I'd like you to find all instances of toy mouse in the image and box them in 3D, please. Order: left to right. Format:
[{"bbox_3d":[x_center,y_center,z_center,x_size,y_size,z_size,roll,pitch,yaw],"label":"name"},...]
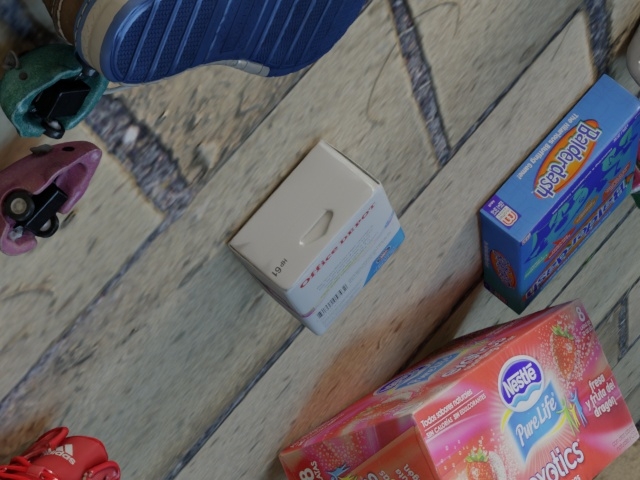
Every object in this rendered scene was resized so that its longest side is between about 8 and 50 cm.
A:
[{"bbox_3d":[-0.126,-0.041,0.804,0.143,0.031,0.161,-42,161,-22],"label":"toy mouse"}]

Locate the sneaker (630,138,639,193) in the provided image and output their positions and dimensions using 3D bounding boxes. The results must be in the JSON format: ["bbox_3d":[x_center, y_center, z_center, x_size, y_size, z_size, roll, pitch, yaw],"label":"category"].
[{"bbox_3d":[0.332,-0.106,1.753,0.170,0.063,0.075,-47,163,6],"label":"sneaker"}]

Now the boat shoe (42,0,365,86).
[{"bbox_3d":[-0.046,-0.112,0.795,0.183,0.066,0.066,-12,137,-55],"label":"boat shoe"}]

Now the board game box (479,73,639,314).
[{"bbox_3d":[0.206,-0.034,1.610,0.160,0.047,0.210,-47,164,-9],"label":"board game box"}]

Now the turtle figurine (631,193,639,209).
[{"bbox_3d":[0.402,-0.065,1.920,0.234,0.118,0.175,16,99,-55],"label":"turtle figurine"}]

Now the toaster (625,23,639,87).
[{"bbox_3d":[0.353,-0.140,1.526,0.146,0.227,0.129,-1,130,-45],"label":"toaster"}]

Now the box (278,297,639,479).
[{"bbox_3d":[0.124,0.174,1.595,0.154,0.142,0.300,-22,-177,39],"label":"box"}]

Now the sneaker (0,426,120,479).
[{"bbox_3d":[-0.169,0.134,1.010,0.128,0.087,0.221,-51,177,-27],"label":"sneaker"}]

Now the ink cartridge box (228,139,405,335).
[{"bbox_3d":[0.000,0.000,1.165,0.088,0.052,0.122,-49,164,-6],"label":"ink cartridge box"}]
